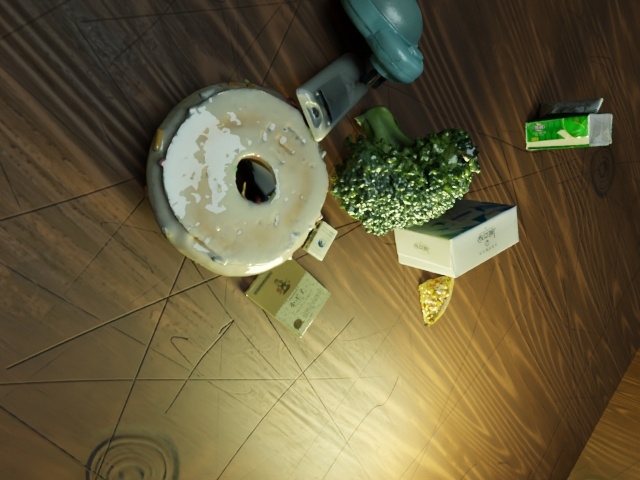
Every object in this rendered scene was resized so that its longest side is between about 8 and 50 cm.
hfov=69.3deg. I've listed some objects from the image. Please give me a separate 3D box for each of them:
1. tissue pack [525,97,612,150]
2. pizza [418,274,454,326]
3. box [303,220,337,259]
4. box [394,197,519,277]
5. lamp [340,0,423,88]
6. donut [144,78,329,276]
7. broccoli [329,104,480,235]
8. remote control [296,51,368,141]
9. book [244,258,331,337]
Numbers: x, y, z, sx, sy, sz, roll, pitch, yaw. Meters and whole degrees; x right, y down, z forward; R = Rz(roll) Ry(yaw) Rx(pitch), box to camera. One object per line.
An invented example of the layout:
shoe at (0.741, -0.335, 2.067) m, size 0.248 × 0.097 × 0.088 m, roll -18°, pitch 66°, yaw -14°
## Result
tissue pack at (0.798, -0.375, 1.493) m, size 0.148 × 0.209 × 0.156 m, roll -14°, pitch 105°, yaw -32°
pizza at (0.345, 0.163, 1.387) m, size 0.178 × 0.041 × 0.131 m, roll -51°, pitch 121°, yaw -16°
box at (0.000, 0.000, 1.127) m, size 0.054 × 0.024 × 0.083 m, roll 37°, pitch 77°, yaw -36°
box at (0.374, -0.017, 1.272) m, size 0.275 × 0.203 × 0.116 m, roll -23°, pitch 111°, yaw -29°
lamp at (0.143, -0.473, 1.016) m, size 0.210 × 0.147 × 0.283 m, roll 3°, pitch 77°, yaw -49°
donut at (-0.159, -0.121, 0.919) m, size 0.383 × 0.143 × 0.381 m, roll -8°, pitch 105°, yaw -34°
broccoli at (0.197, -0.157, 1.085) m, size 0.339 × 0.277 × 0.317 m, roll 10°, pitch 55°, yaw -1°
remote control at (0.044, -0.324, 1.002) m, size 0.109 × 0.055 × 0.313 m, roll 67°, pitch 33°, yaw -25°
book at (-0.072, 0.129, 1.106) m, size 0.198 × 0.016 × 0.138 m, roll 46°, pitch 73°, yaw -32°
